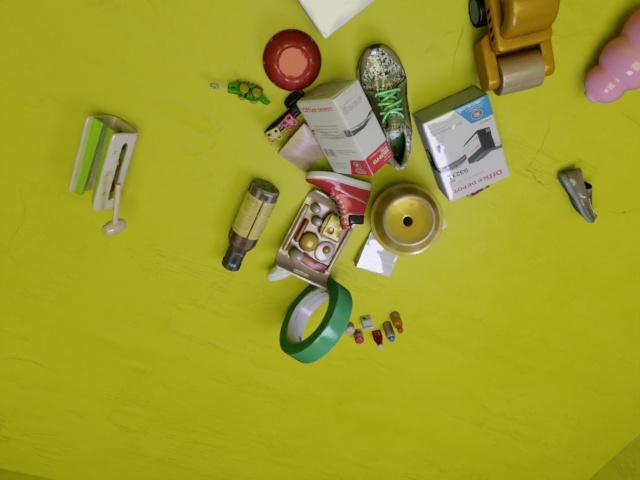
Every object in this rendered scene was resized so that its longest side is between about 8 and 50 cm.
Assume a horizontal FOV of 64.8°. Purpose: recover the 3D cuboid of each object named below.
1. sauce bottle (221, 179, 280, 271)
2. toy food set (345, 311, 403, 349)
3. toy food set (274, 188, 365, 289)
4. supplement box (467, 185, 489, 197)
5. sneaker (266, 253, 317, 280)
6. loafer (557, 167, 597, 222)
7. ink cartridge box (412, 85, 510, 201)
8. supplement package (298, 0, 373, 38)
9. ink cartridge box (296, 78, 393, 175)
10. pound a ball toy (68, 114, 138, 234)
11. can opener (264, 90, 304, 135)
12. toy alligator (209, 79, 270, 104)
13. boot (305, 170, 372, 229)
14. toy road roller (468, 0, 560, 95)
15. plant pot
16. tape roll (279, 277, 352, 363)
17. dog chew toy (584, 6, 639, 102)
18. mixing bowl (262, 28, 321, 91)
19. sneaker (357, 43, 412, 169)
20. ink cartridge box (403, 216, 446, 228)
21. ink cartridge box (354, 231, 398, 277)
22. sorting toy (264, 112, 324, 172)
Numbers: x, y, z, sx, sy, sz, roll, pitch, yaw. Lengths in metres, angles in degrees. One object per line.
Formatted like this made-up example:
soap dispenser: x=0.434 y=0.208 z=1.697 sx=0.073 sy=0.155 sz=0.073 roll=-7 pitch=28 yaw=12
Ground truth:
sauce bottle: x=-0.256 y=-0.045 z=1.757 sx=0.112 sy=0.111 sz=0.344 roll=22 pitch=115 yaw=-18
toy food set: x=0.221 y=0.376 z=2.056 sx=0.233 sy=0.104 sz=0.111 roll=-9 pitch=120 yaw=-2
toy food set: x=0.000 y=0.000 z=1.788 sx=0.220 sy=0.092 sz=0.306 roll=26 pitch=96 yaw=-20
supplement box: x=0.552 y=-0.199 z=1.804 sx=0.083 sy=0.043 sz=0.055 roll=-31 pitch=118 yaw=10
sneaker: x=-0.115 y=0.070 z=1.866 sx=0.212 sy=0.080 sz=0.094 roll=-27 pitch=115 yaw=-3
loafer: x=0.962 y=-0.165 z=1.843 sx=0.087 sy=0.094 sz=0.251 roll=-34 pitch=118 yaw=17
ink cartridge box: x=0.470 y=-0.317 z=1.678 sx=0.223 sy=0.129 sz=0.307 roll=-24 pitch=120 yaw=7
supplement package: x=0.051 y=-0.729 z=1.383 sx=0.262 sy=0.145 sz=0.204 roll=-34 pitch=118 yaw=12
ink cartridge box: x=0.075 y=-0.344 z=1.550 sx=0.114 sy=0.197 sz=0.272 roll=-45 pitch=122 yaw=-20
pound a ball toy: x=-0.650 y=-0.204 z=1.586 sx=0.208 sy=0.136 sz=0.319 roll=33 pitch=116 yaw=16
can opener: x=-0.106 y=-0.395 z=1.612 sx=0.186 sy=0.073 sz=0.059 roll=-45 pitch=158 yaw=15
toy alligator: x=-0.243 y=-0.470 z=1.554 sx=0.190 sy=0.056 sz=0.051 roll=15 pitch=75 yaw=-13
boot: x=0.051 y=-0.133 z=1.709 sx=0.244 sy=0.088 sz=0.176 roll=13 pitch=89 yaw=-22
toy road roller: x=0.567 y=-0.595 z=1.439 sx=0.203 sy=0.240 sz=0.329 roll=-14 pitch=103 yaw=1
plant pot: x=0.288 y=-0.068 z=1.684 sx=0.254 sy=0.239 sz=0.253 roll=0 pitch=93 yaw=8
tape roll: x=-0.020 y=0.290 z=1.854 sx=0.077 sy=0.321 sz=0.321 roll=37 pitch=109 yaw=-23
dog chew toy: x=0.972 y=-0.567 z=1.563 sx=0.207 sy=0.206 sz=0.332 roll=32 pitch=119 yaw=-22
mixing bowl: x=-0.083 y=-0.530 z=1.498 sx=0.182 sy=0.098 sz=0.181 roll=-2 pitch=114 yaw=-4
sneaker: x=0.226 y=-0.401 z=1.570 sx=0.158 sy=0.182 sz=0.410 roll=-17 pitch=120 yaw=3
ink cartridge box: x=0.356 y=-0.063 z=1.841 sx=0.180 sy=0.060 sz=0.104 roll=-24 pitch=111 yaw=7
ink cartridge box: x=0.226 y=0.036 z=1.912 sx=0.146 sy=0.045 sz=0.179 roll=19 pitch=97 yaw=-16
sorting toy: x=-0.061 y=-0.314 z=1.651 sx=0.275 sy=0.046 sz=0.132 roll=29 pitch=114 yaw=-37
